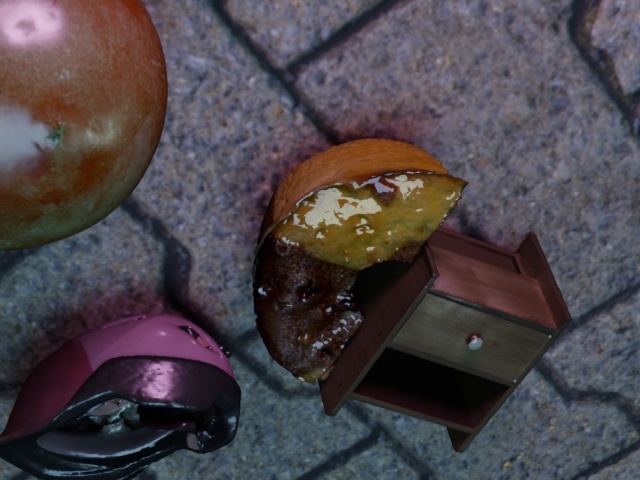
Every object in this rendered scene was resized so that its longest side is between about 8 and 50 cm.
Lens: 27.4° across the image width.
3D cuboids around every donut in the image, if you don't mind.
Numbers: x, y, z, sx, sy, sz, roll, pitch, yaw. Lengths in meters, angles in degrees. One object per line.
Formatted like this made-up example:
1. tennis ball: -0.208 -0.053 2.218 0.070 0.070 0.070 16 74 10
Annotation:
1. donut: 0.000 0.000 1.311 0.151 0.112 0.295 21 122 -21

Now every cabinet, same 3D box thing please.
1. cabinet: 0.120 0.090 1.383 0.174 0.148 0.215 19 122 -25

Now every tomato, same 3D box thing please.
1. tomato: -0.251 -0.115 1.060 0.270 0.222 0.270 -18 125 -28

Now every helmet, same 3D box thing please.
1. helmet: -0.208 0.157 1.375 0.253 0.154 0.198 -5 153 17
